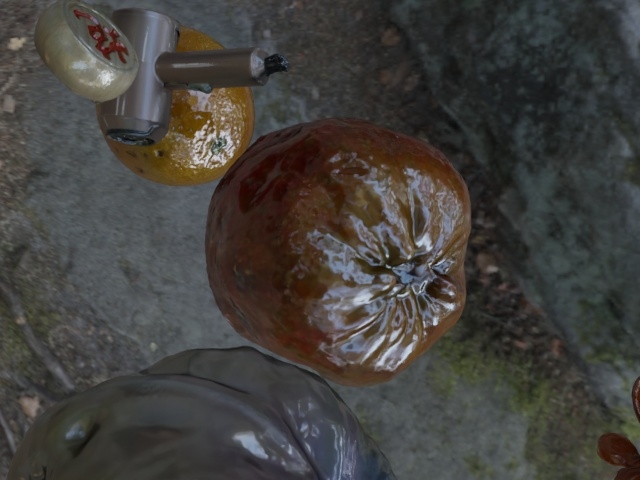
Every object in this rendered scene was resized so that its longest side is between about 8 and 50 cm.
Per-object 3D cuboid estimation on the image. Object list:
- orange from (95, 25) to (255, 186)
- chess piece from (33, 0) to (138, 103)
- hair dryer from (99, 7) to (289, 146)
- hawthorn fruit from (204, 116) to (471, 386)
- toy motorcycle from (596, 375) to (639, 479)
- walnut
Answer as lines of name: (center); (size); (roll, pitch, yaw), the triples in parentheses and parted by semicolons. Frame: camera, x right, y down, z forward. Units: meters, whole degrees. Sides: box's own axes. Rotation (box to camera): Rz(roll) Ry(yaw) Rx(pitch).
orange: (-0.174, -0.160, 1.194); (0.206, 0.206, 0.206); (-7, 103, -33)
chess piece: (-0.178, -0.145, 0.752); (0.038, 0.084, 0.083); (-36, 125, 20)
hair dryer: (-0.110, -0.145, 0.862); (0.064, 0.181, 0.117); (16, 77, -63)
hawthorn fruit: (0.014, 0.002, 0.902); (0.258, 0.262, 0.258); (-15, 134, -16)
toy motorcycle: (0.231, 0.067, 0.436); (0.147, 0.221, 0.326); (0, 115, -11)
walnut: (-0.070, 0.183, 0.541); (0.248, 0.248, 0.248); (-7, 103, -33)
